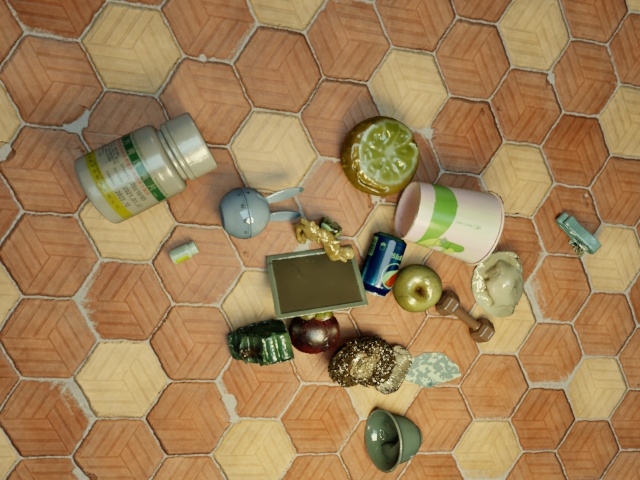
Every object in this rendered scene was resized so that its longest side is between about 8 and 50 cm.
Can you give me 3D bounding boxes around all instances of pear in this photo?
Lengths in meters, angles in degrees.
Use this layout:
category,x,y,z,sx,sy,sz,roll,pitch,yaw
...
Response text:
category,x,y,z,sx,sy,sz,roll,pitch,yaw
pear,0.321,0.160,1.505,0.167,0.136,0.167,-1,95,-7

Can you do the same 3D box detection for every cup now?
category,x,y,z,sx,sy,sz,roll,pitch,yaw
cup,0.268,0.677,1.543,0.150,0.199,0.199,8,95,-29
cup,0.397,-0.069,1.431,0.274,0.253,0.253,14,93,-12

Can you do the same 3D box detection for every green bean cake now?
category,x,y,z,sx,sy,sz,roll,pitch,yaw
green bean cake,-0.188,0.323,1.395,0.193,0.208,0.107,-9,95,-11

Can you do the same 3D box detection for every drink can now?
category,x,y,z,sx,sy,sz,roll,pitch,yaw
drink can,0.202,0.078,1.484,0.118,0.118,0.205,18,94,-12

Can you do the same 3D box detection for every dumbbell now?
category,x,y,z,sx,sy,sz,roll,pitch,yaw
dumbbell,0.504,0.268,1.575,0.231,0.082,0.092,38,87,-12

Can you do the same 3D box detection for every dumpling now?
category,x,y,z,sx,sy,sz,roll,pitch,yaw
dumpling,0.617,0.155,1.576,0.172,0.142,0.247,6,104,24

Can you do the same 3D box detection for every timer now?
category,x,y,z,sx,sy,sz,roll,pitch,yaw
timer,-0.197,-0.106,1.392,0.255,0.175,0.175,-34,102,-33

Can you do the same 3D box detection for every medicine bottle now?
category,x,y,z,sx,sy,sz,roll,pitch,yaw
medicine bottle,-0.424,0.037,1.400,0.083,0.047,0.047,-25,100,-6
medicine bottle,-0.484,-0.212,1.281,0.340,0.208,0.208,-29,100,-6

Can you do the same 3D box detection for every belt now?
category,x,y,z,sx,sy,sz,roll,pitch,yaw
belt,0.925,-0.025,1.634,0.065,0.100,0.179,-42,86,-3

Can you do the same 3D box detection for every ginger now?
category,x,y,z,sx,sy,sz,roll,pitch,yaw
ginger,0.000,0.000,1.420,0.176,0.193,0.052,61,42,-46

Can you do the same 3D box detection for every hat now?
category,x,y,z,sx,sy,sz,roll,pitch,yaw
hat,0.027,-0.035,1.462,0.077,0.076,0.059,31,110,-7

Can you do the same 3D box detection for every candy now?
category,x,y,z,sx,sy,sz,roll,pitch,yaw
candy,0.193,-0.268,1.446,0.260,0.118,0.259,-2,97,-13

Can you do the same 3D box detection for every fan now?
category,x,y,z,sx,sy,sz,roll,pitch,yaw
fan,0.395,0.465,1.613,0.240,0.009,0.131,3,95,-10

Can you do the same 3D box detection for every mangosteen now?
category,x,y,z,sx,sy,sz,roll,pitch,yaw
mangosteen,-0.020,0.273,1.441,0.166,0.166,0.180,-7,102,-9

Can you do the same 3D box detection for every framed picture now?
category,x,y,z,sx,sy,sz,roll,pitch,yaw
framed picture,-0.014,0.129,1.434,0.293,0.018,0.231,-7,57,-10

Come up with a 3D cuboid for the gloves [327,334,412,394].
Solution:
category,x,y,z,sx,sy,sz,roll,pitch,yaw
gloves,0.153,0.409,1.496,0.312,0.135,0.210,30,111,-32
